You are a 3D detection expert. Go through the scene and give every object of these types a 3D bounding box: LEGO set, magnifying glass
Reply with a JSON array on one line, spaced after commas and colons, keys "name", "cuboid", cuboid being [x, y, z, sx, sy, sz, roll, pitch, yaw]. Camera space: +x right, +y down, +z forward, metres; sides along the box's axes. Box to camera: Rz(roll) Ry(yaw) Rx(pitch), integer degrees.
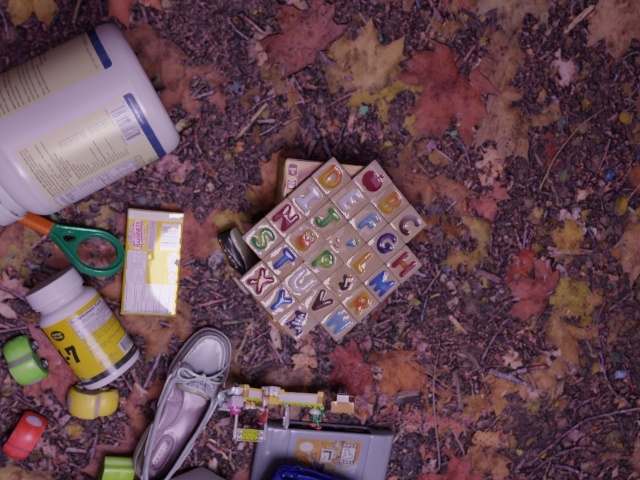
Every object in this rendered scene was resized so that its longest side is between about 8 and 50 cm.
[{"name": "LEGO set", "cuboid": [-0.074, 0.349, 1.342, 0.287, 0.132, 0.107, 12, 72, -25]}, {"name": "magnifying glass", "cuboid": [-0.469, -0.007, 1.237, 0.231, 0.092, 0.026, 29, 138, -9]}]

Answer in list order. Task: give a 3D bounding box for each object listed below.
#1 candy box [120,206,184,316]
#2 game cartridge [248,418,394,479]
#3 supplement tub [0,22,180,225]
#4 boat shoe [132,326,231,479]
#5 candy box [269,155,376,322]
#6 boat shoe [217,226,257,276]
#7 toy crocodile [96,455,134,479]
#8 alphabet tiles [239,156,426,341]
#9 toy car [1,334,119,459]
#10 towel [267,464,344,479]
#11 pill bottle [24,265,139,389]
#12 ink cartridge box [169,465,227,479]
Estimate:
[{"name": "candy box", "cuboid": [-0.322, 0.043, 1.297, 0.105, 0.027, 0.206, 5, 99, -12]}, {"name": "game cartridge", "cuboid": [0.001, 0.489, 1.444, 0.297, 0.062, 0.198, 8, 94, -14]}, {"name": "supplement tub", "cuboid": [-0.426, -0.187, 1.121, 0.325, 0.235, 0.235, -29, 105, -6]}, {"name": "boat shoe", "cuboid": [-0.261, 0.323, 1.310, 0.118, 0.103, 0.320, 31, 80, -16]}, {"name": "candy box", "cuboid": [0.000, 0.000, 1.332, 0.183, 0.087, 0.316, 3, 99, -14]}, {"name": "boat shoe", "cuboid": [-0.158, 0.037, 1.328, 0.042, 0.049, 0.133, -18, 113, 19]}, {"name": "toy crocodile", "cuboid": [-0.431, 0.588, 1.342, 0.115, 0.105, 0.340, 7, 95, -26]}, {"name": "alphabet tiles", "cuboid": [0.028, 0.021, 1.290, 0.342, 0.011, 0.285, -42, 107, -3]}, {"name": "toy car", "cuboid": [-0.531, 0.286, 1.280, 0.239, 0.053, 0.225, -26, 105, -7]}, {"name": "towel", "cuboid": [-0.057, 0.591, 1.393, 0.227, 0.076, 0.308, 26, 116, -13]}, {"name": "pill bottle", "cuboid": [-0.438, 0.159, 1.244, 0.119, 0.119, 0.208, -32, 105, -6]}, {"name": "ink cartridge box", "cuboid": [-0.309, 0.594, 1.274, 0.307, 0.129, 0.223, -6, 104, -49]}]
